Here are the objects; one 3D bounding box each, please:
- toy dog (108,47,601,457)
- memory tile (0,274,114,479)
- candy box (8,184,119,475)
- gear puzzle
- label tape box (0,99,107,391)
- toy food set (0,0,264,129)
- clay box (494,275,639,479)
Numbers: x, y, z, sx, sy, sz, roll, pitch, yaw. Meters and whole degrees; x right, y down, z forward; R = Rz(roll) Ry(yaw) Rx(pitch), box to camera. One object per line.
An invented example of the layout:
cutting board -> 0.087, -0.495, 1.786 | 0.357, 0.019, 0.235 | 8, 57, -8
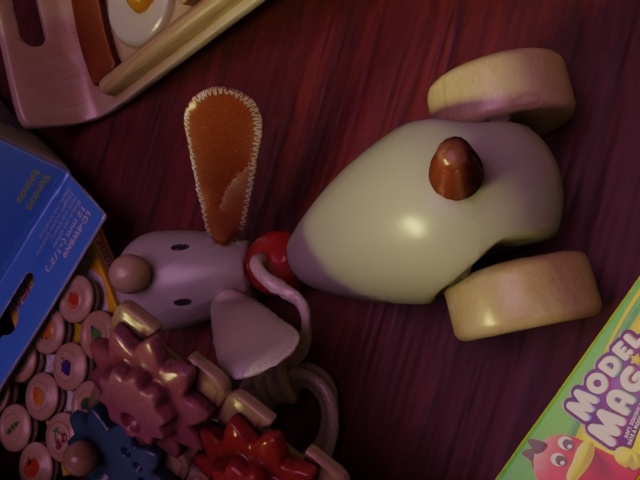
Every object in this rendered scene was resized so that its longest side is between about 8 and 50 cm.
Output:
toy dog -> 0.000, 0.000, 0.453 | 0.334, 0.161, 0.220 | -35, 67, 18
memory tile -> -0.199, 0.107, 0.590 | 0.148, 0.012, 0.113 | -46, 64, 17
candy box -> -0.193, 0.067, 0.616 | 0.105, 0.027, 0.205 | -36, 67, 22
gear puzzle -> -0.015, 0.191, 0.439 | 0.339, 0.044, 0.175 | 36, 131, 10
label tape box -> -0.359, -0.020, 0.650 | 0.348, 0.115, 0.249 | 40, 101, 35
toy food set -> -0.150, -0.242, 0.570 | 0.306, 0.092, 0.219 | -24, 77, 37
clay box -> 0.155, 0.074, 0.381 | 0.053, 0.127, 0.222 | 35, 98, 27
